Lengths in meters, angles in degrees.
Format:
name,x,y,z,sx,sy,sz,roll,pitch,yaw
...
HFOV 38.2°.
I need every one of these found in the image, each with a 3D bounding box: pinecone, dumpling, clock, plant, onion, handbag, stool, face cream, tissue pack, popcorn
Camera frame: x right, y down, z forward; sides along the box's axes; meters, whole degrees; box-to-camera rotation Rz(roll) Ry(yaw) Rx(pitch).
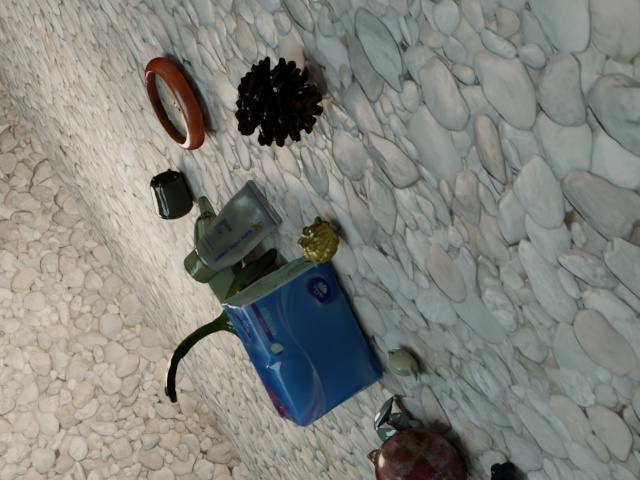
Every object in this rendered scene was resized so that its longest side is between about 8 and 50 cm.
name,x,y,z,sx,sy,sz,roll,pitch,yaw
pinecone,-0.060,-0.205,1.386,0.120,0.140,0.140,18,141,23
dumpling,0.147,0.218,1.603,0.077,0.043,0.059,6,142,46
clock,-0.301,-0.284,1.923,0.205,0.051,0.205,47,155,30
plant,-0.179,0.156,1.889,0.251,0.333,0.180,63,148,27
onion,0.158,0.407,1.652,0.194,0.159,0.160,15,133,45
handbag,-0.231,0.022,2.080,0.256,0.079,0.219,73,180,-62
stool,-0.365,-0.111,2.250,0.096,0.096,0.110,32,141,50
face cream,-0.184,-0.010,1.865,0.224,0.070,0.114,-44,73,23
tissue pack,-0.033,0.186,1.744,0.264,0.198,0.146,64,160,-11
popcorn,0.000,0.000,1.596,0.057,0.083,0.082,37,-155,-26

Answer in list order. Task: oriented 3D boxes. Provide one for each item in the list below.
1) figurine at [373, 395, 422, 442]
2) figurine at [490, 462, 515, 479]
name,x,y,z,sx,sy,sz,roll,pitch,yaw
figurine,0.147,0.354,1.758,0.086,0.082,0.094,32,161,19
figurine,0.298,0.433,1.502,0.086,0.087,0.149,-84,-17,-55
